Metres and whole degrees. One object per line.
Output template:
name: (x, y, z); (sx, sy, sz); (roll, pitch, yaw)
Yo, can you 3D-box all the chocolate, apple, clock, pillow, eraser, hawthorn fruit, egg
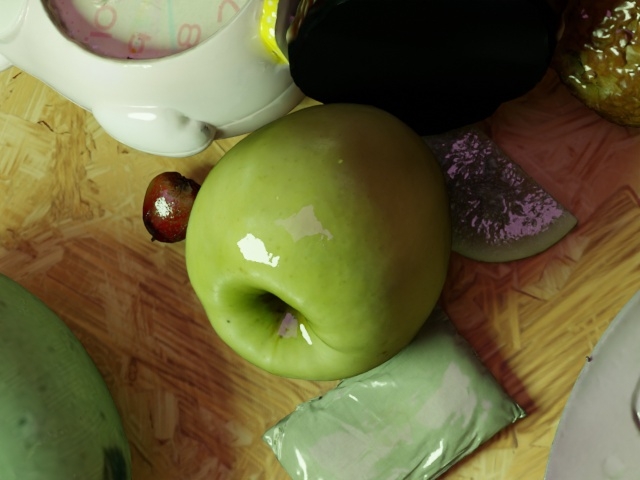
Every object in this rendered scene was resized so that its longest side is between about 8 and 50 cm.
chocolate: (0.099, -0.249, 1.193); (0.225, 0.340, 0.210); (11, 73, -9)
apple: (0.000, 0.000, 1.239); (0.262, 0.262, 0.262); (-5, 75, 21)
clock: (-0.173, -0.271, 1.384); (0.376, 0.250, 0.368); (9, 81, 17)
pillow: (0.067, 0.180, 1.285); (0.229, 0.050, 0.148); (-39, 72, 9)
eraser: (0.292, 0.184, 1.184); (0.243, 0.059, 0.204); (-45, 66, 3)
hawthorn fruit: (-0.159, -0.035, 1.417); (0.077, 0.077, 0.077); (-5, 75, 21)
egg: (-0.378, 0.196, 1.300); (0.428, 0.345, 0.345); (28, 88, 11)

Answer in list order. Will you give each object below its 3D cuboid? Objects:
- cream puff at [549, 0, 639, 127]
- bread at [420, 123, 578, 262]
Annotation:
cream puff: (0.332, -0.258, 1.198); (0.303, 0.212, 0.303); (-8, 70, 21)
bread: (0.151, -0.045, 1.313); (0.112, 0.036, 0.193); (-46, 65, 7)
